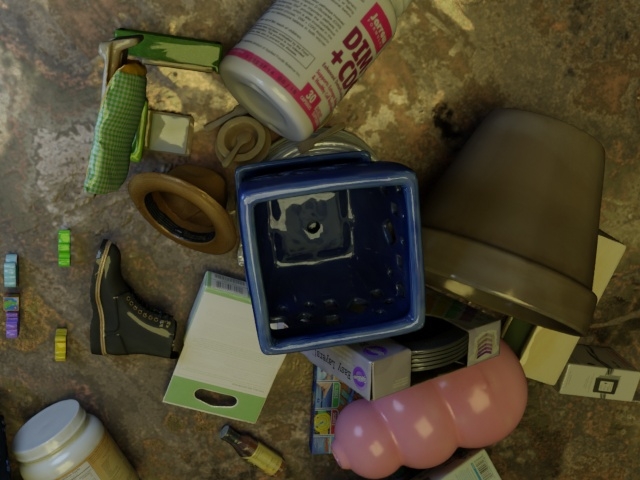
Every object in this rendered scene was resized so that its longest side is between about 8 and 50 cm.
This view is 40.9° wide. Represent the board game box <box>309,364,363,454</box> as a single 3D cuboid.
[{"bbox_3d":[0.053,0.275,1.496,0.136,0.035,0.201,0,108,-11],"label":"board game box"}]

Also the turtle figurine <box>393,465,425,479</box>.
[{"bbox_3d":[0.206,0.453,1.533,0.175,0.118,0.234,-41,107,-26],"label":"turtle figurine"}]

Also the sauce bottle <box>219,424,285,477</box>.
[{"bbox_3d":[-0.119,0.364,1.490,0.128,0.042,0.042,39,98,-17],"label":"sauce bottle"}]

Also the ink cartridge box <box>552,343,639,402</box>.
[{"bbox_3d":[0.490,0.233,1.529,0.180,0.104,0.060,8,106,-14],"label":"ink cartridge box"}]

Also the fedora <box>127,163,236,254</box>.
[{"bbox_3d":[-0.194,-0.059,1.285,0.194,0.194,0.079,41,60,-20],"label":"fedora"}]

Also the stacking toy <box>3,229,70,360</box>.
[{"bbox_3d":[-0.474,0.084,1.325,0.167,0.052,0.221,3,106,-14],"label":"stacking toy"}]

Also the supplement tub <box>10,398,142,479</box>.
[{"bbox_3d":[-0.390,0.372,1.384,0.144,0.144,0.200,-28,111,-1],"label":"supplement tub"}]

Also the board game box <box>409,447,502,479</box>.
[{"bbox_3d":[0.186,0.513,1.416,0.303,0.097,0.224,-30,93,-18],"label":"board game box"}]

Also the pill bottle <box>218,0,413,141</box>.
[{"bbox_3d":[0.005,-0.291,1.201,0.160,0.160,0.283,43,79,-20],"label":"pill bottle"}]

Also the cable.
[{"bbox_3d":[-0.004,-0.046,1.347,0.257,0.089,0.257,-4,109,-10],"label":"cable"}]

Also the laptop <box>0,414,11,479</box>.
[{"bbox_3d":[-0.597,0.348,1.294,0.136,0.264,0.234,33,100,-34],"label":"laptop"}]

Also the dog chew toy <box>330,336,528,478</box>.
[{"bbox_3d":[0.170,0.277,1.409,0.332,0.206,0.207,-27,112,-11],"label":"dog chew toy"}]

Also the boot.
[{"bbox_3d":[-0.284,0.095,1.340,0.137,0.077,0.198,7,121,-1],"label":"boot"}]

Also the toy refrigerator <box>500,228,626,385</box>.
[{"bbox_3d":[0.401,0.099,1.468,0.094,0.102,0.269,20,104,-16],"label":"toy refrigerator"}]

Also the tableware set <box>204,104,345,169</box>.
[{"bbox_3d":[-0.072,-0.177,1.275,0.194,0.039,0.128,-31,67,-1],"label":"tableware set"}]

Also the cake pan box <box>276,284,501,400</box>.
[{"bbox_3d":[0.101,0.137,1.299,0.245,0.267,0.070,-14,113,-29],"label":"cake pan box"}]

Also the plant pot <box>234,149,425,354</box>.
[{"bbox_3d":[0.000,0.000,1.200,0.236,0.212,0.236,-9,111,-11],"label":"plant pot"}]

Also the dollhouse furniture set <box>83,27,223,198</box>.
[{"bbox_3d":[-0.215,-0.172,1.149,0.151,0.301,0.198,7,104,-10],"label":"dollhouse furniture set"}]

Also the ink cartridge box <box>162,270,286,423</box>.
[{"bbox_3d":[-0.145,0.180,1.416,0.171,0.056,0.235,17,116,-15],"label":"ink cartridge box"}]

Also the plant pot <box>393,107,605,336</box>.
[{"bbox_3d":[0.296,-0.037,1.320,0.323,0.323,0.280,23,85,-17],"label":"plant pot"}]
